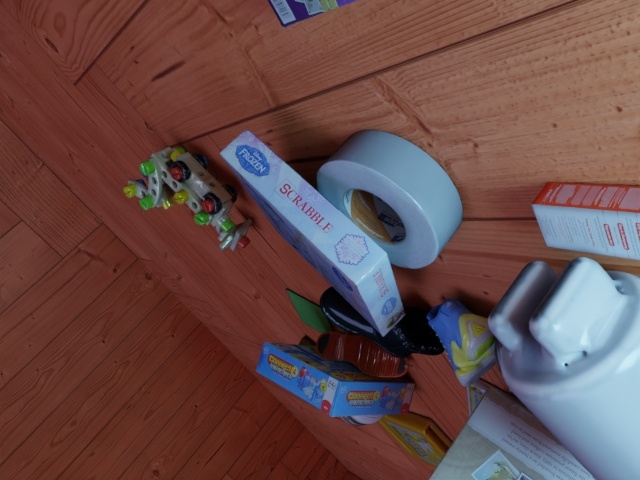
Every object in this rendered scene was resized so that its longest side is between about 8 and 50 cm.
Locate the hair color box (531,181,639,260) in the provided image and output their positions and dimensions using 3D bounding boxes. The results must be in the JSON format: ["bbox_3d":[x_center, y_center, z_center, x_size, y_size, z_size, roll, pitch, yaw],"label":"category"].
[{"bbox_3d":[0.312,-0.021,0.584,0.141,0.043,0.072,13,144,50],"label":"hair color box"}]

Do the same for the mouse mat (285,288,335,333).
[{"bbox_3d":[-0.023,0.221,1.580,0.152,0.007,0.190,24,151,34],"label":"mouse mat"}]

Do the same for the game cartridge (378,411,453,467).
[{"bbox_3d":[0.322,0.651,1.751,0.285,0.053,0.323,49,155,-17],"label":"game cartridge"}]

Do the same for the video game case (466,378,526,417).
[{"bbox_3d":[0.422,0.400,1.185,0.206,0.026,0.227,25,153,33],"label":"video game case"}]

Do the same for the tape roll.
[{"bbox_3d":[0.100,-0.058,0.813,0.219,0.072,0.219,33,155,18],"label":"tape roll"}]

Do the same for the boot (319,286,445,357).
[{"bbox_3d":[0.127,0.160,1.120,0.246,0.094,0.207,34,161,-1],"label":"boot"}]

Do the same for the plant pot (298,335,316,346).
[{"bbox_3d":[-0.036,0.373,1.792,0.079,0.083,0.083,21,153,12],"label":"plant pot"}]

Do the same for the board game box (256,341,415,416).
[{"bbox_3d":[0.042,0.369,1.446,0.308,0.086,0.302,16,179,-44],"label":"board game box"}]

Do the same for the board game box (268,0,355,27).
[{"bbox_3d":[-0.056,-0.387,0.506,0.208,0.056,0.347,15,146,53],"label":"board game box"}]

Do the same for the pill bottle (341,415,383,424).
[{"bbox_3d":[0.137,0.504,1.674,0.131,0.131,0.229,39,157,6],"label":"pill bottle"}]

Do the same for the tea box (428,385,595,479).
[{"bbox_3d":[0.398,0.477,0.967,0.329,0.220,0.323,31,166,30],"label":"tea box"}]

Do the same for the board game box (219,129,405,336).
[{"bbox_3d":[0.000,0.000,0.919,0.318,0.066,0.319,44,173,25],"label":"board game box"}]

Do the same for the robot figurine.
[{"bbox_3d":[0.366,0.179,0.654,0.353,0.200,0.300,46,165,-12],"label":"robot figurine"}]

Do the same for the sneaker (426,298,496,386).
[{"bbox_3d":[0.261,0.178,0.994,0.126,0.091,0.240,49,164,32],"label":"sneaker"}]

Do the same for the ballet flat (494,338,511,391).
[{"bbox_3d":[0.369,0.243,0.911,0.280,0.095,0.096,46,168,-12],"label":"ballet flat"}]

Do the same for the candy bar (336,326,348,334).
[{"bbox_3d":[0.054,0.203,1.413,0.040,0.018,0.161,31,154,23],"label":"candy bar"}]

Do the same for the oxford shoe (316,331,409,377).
[{"bbox_3d":[0.122,0.294,1.408,0.271,0.097,0.098,11,172,39],"label":"oxford shoe"}]

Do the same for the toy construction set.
[{"bbox_3d":[-0.300,-0.093,1.268,0.327,0.151,0.215,35,133,-6],"label":"toy construction set"}]
